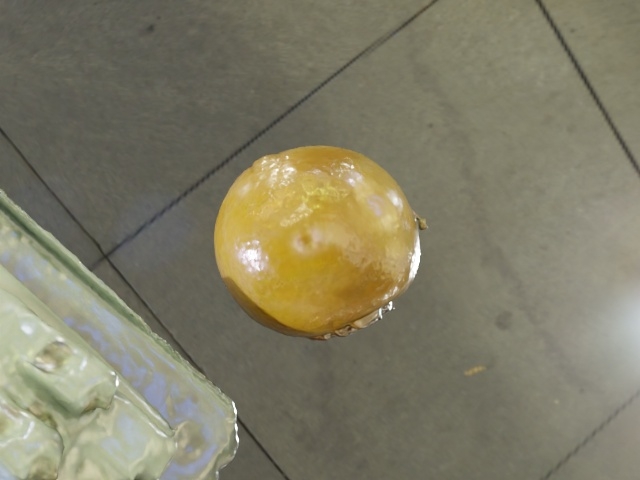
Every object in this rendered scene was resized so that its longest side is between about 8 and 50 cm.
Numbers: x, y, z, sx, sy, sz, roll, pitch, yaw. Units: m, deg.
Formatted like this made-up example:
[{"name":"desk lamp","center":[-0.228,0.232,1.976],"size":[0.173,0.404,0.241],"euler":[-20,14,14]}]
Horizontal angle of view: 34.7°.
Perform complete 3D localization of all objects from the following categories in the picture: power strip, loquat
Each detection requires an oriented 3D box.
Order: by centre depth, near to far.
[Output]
[{"name":"power strip","center":[-0.136,0.082,0.458],"size":[0.213,0.064,0.198],"euler":[43,44,-13]},{"name":"loquat","center":[0.000,0.000,0.694],"size":[0.141,0.141,0.141],"euler":[-3,100,-19]}]
